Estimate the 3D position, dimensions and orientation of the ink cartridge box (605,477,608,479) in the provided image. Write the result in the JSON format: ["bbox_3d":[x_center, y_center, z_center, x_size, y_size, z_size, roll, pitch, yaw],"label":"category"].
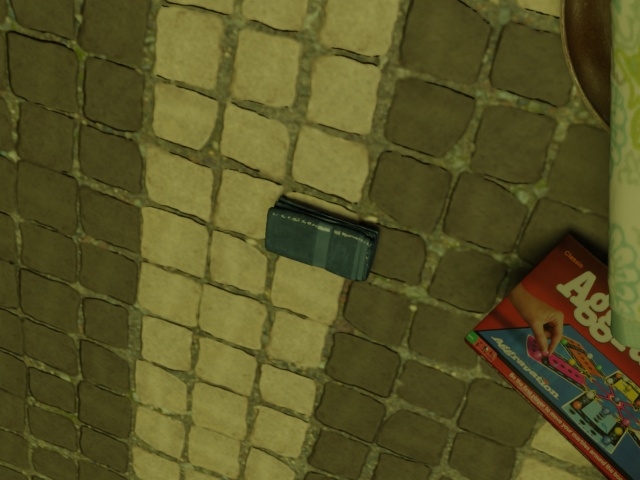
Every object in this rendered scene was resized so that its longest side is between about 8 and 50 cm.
[{"bbox_3d":[0.344,0.301,0.935,0.092,0.219,0.160,-7,119,27],"label":"ink cartridge box"}]

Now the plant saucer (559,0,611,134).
[{"bbox_3d":[0.345,-0.183,0.713,0.310,0.050,0.311,10,125,15],"label":"plant saucer"}]

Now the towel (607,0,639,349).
[{"bbox_3d":[0.398,-0.060,0.653,0.374,0.090,0.321,3,107,22],"label":"towel"}]

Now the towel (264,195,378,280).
[{"bbox_3d":[0.000,0.000,0.992,0.119,0.029,0.067,18,127,9],"label":"towel"}]

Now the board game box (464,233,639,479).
[{"bbox_3d":[0.283,0.138,0.849,0.281,0.145,0.027,44,174,19],"label":"board game box"}]
